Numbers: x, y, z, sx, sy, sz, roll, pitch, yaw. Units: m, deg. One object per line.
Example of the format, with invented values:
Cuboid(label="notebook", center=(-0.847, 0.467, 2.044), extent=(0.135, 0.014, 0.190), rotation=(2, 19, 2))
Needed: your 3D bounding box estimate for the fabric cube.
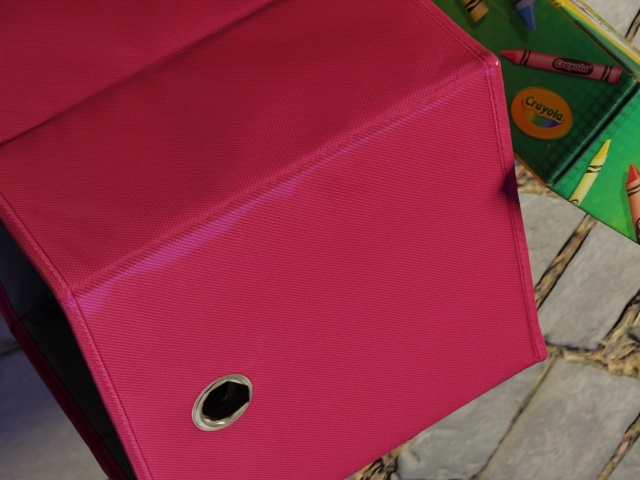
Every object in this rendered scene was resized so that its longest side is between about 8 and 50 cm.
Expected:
Cuboid(label="fabric cube", center=(-0.055, -0.017, 1.139), extent=(0.258, 0.259, 0.254), rotation=(-29, 137, -14))

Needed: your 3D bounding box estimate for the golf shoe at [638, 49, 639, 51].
Cuboid(label="golf shoe", center=(0.192, -0.094, 1.420), extent=(0.186, 0.067, 0.086), rotation=(4, 149, -40))

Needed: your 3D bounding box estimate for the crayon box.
Cuboid(label="crayon box", center=(0.125, -0.110, 1.178), extent=(0.081, 0.278, 0.165), rotation=(-51, 139, 12))
